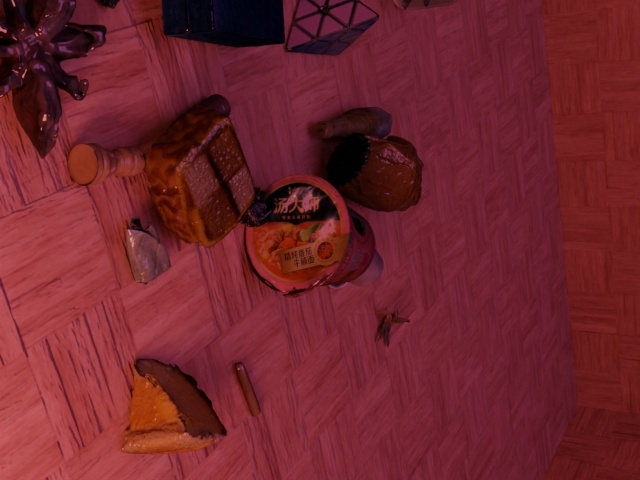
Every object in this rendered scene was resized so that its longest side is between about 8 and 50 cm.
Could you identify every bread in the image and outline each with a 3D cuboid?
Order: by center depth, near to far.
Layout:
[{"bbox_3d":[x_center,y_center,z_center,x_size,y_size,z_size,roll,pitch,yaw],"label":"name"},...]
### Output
[{"bbox_3d":[-0.249,0.278,1.407,0.140,0.169,0.160,23,58,-55],"label":"bread"},{"bbox_3d":[-0.206,-0.108,1.427,0.181,0.096,0.222,-47,143,-27],"label":"bread"}]

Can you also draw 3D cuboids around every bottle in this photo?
[{"bbox_3d":[-0.218,-0.217,1.491,0.140,0.053,0.053,-47,130,-45],"label":"bottle"},{"bbox_3d":[0.074,-0.268,1.926,0.269,0.083,0.083,-15,105,-52],"label":"bottle"}]

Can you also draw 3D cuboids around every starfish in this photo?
[{"bbox_3d":[0.188,0.218,2.176,0.130,0.041,0.133,-10,127,-52],"label":"starfish"}]

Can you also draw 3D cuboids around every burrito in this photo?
[{"bbox_3d":[-0.296,0.013,1.390,0.074,0.044,0.118,-43,130,-44],"label":"burrito"}]

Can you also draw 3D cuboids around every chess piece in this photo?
[{"bbox_3d":[-0.336,-0.122,1.308,0.122,0.066,0.066,-14,104,-63],"label":"chess piece"}]

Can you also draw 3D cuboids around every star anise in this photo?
[{"bbox_3d":[-0.389,-0.277,1.168,0.198,0.110,0.258,52,56,-46],"label":"star anise"}]

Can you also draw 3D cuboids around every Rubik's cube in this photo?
[{"bbox_3d":[0.036,-0.455,1.768,0.190,0.178,0.211,-56,135,-35],"label":"Rubik's cube"}]

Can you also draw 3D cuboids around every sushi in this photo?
[{"bbox_3d":[-0.140,-0.064,1.595,0.056,0.084,0.083,-61,141,-34],"label":"sushi"}]

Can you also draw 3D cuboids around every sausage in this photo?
[{"bbox_3d":[-0.147,0.300,1.664,0.024,0.024,0.132,-48,131,-45],"label":"sausage"}]

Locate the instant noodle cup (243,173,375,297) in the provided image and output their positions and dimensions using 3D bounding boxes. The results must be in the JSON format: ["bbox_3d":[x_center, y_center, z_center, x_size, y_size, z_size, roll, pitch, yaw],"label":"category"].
[{"bbox_3d":[0.000,0.000,1.714,0.255,0.243,0.244,16,79,-64],"label":"instant noodle cup"}]

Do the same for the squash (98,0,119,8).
[{"bbox_3d":[-0.310,-0.452,1.337,0.052,0.052,0.184,54,52,-44],"label":"squash"}]

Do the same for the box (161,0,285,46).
[{"bbox_3d":[-0.173,-0.485,1.456,0.279,0.116,0.262,-21,111,-68],"label":"box"}]

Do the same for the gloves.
[{"bbox_3d":[0.149,-0.150,1.948,0.203,0.155,0.356,-52,155,19],"label":"gloves"}]

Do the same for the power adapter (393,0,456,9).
[{"bbox_3d":[0.280,-0.685,2.122,0.124,0.186,0.255,56,47,-42],"label":"power adapter"}]

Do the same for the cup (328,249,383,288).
[{"bbox_3d":[0.064,0.043,1.937,0.133,0.136,0.099,51,17,-47],"label":"cup"}]
